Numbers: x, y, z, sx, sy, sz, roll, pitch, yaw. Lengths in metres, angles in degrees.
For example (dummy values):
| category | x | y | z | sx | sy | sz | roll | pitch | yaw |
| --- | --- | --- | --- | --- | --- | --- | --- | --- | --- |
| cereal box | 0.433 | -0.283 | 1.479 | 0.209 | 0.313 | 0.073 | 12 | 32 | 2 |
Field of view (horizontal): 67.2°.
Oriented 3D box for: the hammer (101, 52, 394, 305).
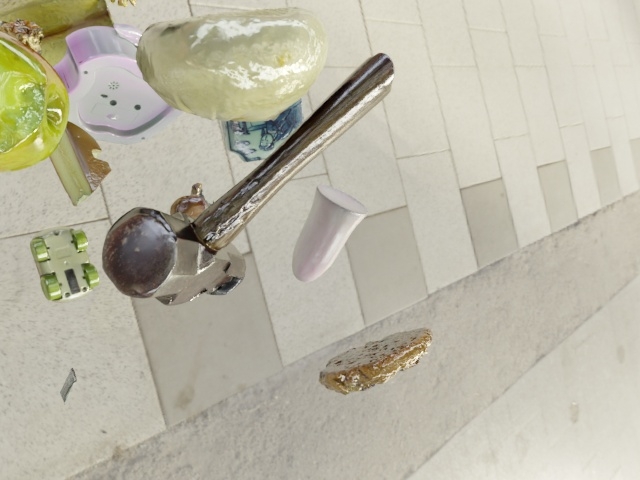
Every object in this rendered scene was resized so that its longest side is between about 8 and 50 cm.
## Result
| category | x | y | z | sx | sy | sz | roll | pitch | yaw |
| --- | --- | --- | --- | --- | --- | --- | --- | --- | --- |
| hammer | -0.068 | -0.081 | 0.611 | 0.409 | 0.242 | 0.095 | -44 | 79 | 3 |

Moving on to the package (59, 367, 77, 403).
| category | x | y | z | sx | sy | sz | roll | pitch | yaw |
| --- | --- | --- | --- | --- | --- | --- | --- | --- | --- |
| package | -0.607 | 0.352 | 1.157 | 0.015 | 0.110 | 0.037 | 1 | 44 | -48 |

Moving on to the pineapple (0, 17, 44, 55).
| category | x | y | z | sx | sy | sz | roll | pitch | yaw |
| --- | --- | --- | --- | --- | --- | --- | --- | --- | --- |
| pineapple | -0.828 | -0.519 | 1.294 | 0.135 | 0.233 | 0.079 | 49 | 44 | 0 |

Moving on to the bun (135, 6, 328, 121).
| category | x | y | z | sx | sy | sz | roll | pitch | yaw |
| --- | --- | --- | --- | --- | --- | --- | --- | --- | --- |
| bun | -0.099 | -0.202 | 0.569 | 0.222 | 0.222 | 0.127 | -31 | 124 | -37 |

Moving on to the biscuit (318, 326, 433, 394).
| category | x | y | z | sx | sy | sz | roll | pitch | yaw |
| --- | --- | --- | --- | --- | --- | --- | --- | --- | --- |
| biscuit | 0.135 | 0.306 | 1.201 | 0.289 | 0.334 | 0.081 | -22 | 84 | -22 |

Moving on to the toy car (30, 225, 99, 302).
| category | x | y | z | sx | sy | sz | roll | pitch | yaw |
| --- | --- | --- | --- | --- | --- | --- | --- | --- | --- |
| toy car | -0.796 | 0.075 | 1.464 | 0.145 | 0.235 | 0.235 | -19 | 97 | -41 |

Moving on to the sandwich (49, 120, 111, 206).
| category | x | y | z | sx | sy | sz | roll | pitch | yaw |
| --- | --- | --- | --- | --- | --- | --- | --- | --- | --- |
| sandwich | -0.556 | -0.179 | 1.119 | 0.244 | 0.090 | 0.088 | 57 | 22 | 22 |

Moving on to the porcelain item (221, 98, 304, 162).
| category | x | y | z | sx | sy | sz | roll | pitch | yaw |
| --- | --- | --- | --- | --- | --- | --- | --- | --- | --- |
| porcelain item | -0.200 | -0.422 | 1.647 | 0.281 | 0.157 | 0.286 | -9 | 121 | -15 |

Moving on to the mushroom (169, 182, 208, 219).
| category | x | y | z | sx | sy | sz | roll | pitch | yaw |
| --- | --- | --- | --- | --- | --- | --- | --- | --- | --- |
| mushroom | -0.290 | -0.078 | 1.085 | 0.088 | 0.073 | 0.129 | 9 | 71 | -12 |

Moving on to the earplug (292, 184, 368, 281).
| category | x | y | z | sx | sy | sz | roll | pitch | yaw |
| --- | --- | --- | --- | --- | --- | --- | --- | --- | --- |
| earplug | 0.000 | 0.000 | 1.482 | 0.172 | 0.172 | 0.301 | 13 | 114 | -37 |

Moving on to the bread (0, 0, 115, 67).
| category | x | y | z | sx | sy | sz | roll | pitch | yaw |
| --- | --- | --- | --- | --- | --- | --- | --- | --- | --- |
| bread | -0.749 | -0.587 | 1.375 | 0.245 | 0.362 | 0.233 | -53 | 142 | -16 |

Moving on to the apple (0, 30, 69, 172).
| category | x | y | z | sx | sy | sz | roll | pitch | yaw |
| --- | --- | --- | --- | --- | --- | --- | --- | --- | --- |
| apple | -0.557 | -0.233 | 0.807 | 0.226 | 0.246 | 0.246 | 19 | 71 | -7 |

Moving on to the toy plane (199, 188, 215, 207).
| category | x | y | z | sx | sy | sz | roll | pitch | yaw |
| --- | --- | --- | --- | --- | --- | --- | --- | --- | --- |
| toy plane | -0.389 | -0.099 | 1.617 | 0.226 | 0.058 | 0.226 | -2 | 54 | -26 |

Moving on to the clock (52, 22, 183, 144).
| category | x | y | z | sx | sy | sz | roll | pitch | yaw |
| --- | --- | --- | --- | --- | --- | --- | --- | --- | --- |
| clock | -0.510 | -0.394 | 1.252 | 0.338 | 0.338 | 0.102 | -12 | 65 | -39 |

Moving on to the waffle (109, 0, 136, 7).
| category | x | y | z | sx | sy | sz | roll | pitch | yaw |
| --- | --- | --- | --- | --- | --- | --- | --- | --- | --- |
| waffle | -0.706 | -0.919 | 1.582 | 0.312 | 0.307 | 0.060 | 33 | 59 | -35 |
